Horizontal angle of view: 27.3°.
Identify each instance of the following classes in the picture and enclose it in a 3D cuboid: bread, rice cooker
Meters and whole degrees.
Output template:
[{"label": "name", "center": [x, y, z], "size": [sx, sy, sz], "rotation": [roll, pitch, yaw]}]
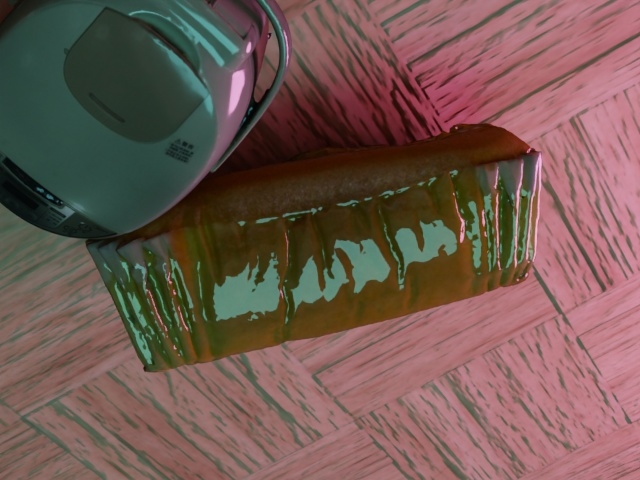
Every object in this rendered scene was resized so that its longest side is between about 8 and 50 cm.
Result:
[{"label": "bread", "center": [0.000, 0.000, 0.857], "size": [0.288, 0.152, 0.119], "rotation": [-13, 98, -5]}, {"label": "rice cooker", "center": [-0.111, -0.093, 0.740], "size": [0.145, 0.127, 0.206], "rotation": [40, 118, -16]}]
